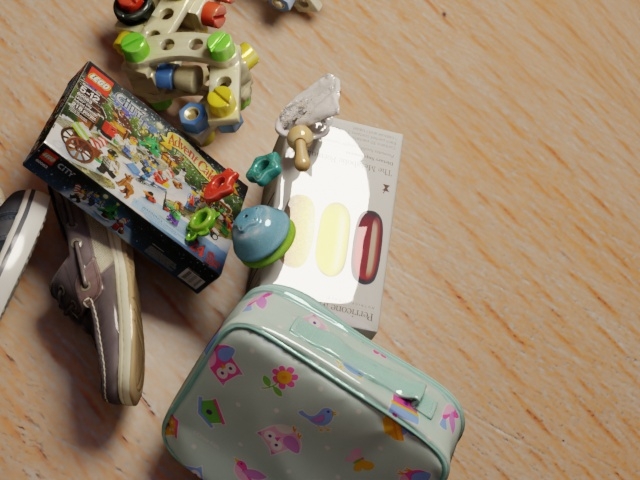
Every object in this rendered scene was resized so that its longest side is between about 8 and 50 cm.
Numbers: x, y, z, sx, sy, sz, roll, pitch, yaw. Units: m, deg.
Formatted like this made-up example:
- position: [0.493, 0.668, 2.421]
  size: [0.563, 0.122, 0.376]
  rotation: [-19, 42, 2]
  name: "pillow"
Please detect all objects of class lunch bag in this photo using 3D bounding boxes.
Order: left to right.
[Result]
- position: [0.000, 0.186, 1.229]
  size: [0.279, 0.224, 0.108]
  rotation: [32, 30, 1]
  name: "lunch bag"

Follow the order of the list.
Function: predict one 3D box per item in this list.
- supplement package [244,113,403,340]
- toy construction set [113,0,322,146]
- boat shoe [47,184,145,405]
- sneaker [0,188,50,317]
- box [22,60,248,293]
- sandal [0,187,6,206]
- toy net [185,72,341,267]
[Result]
- position: [0.000, 0.000, 1.365]
  size: [0.139, 0.134, 0.244]
  rotation: [12, 64, -9]
  name: "supplement package"
- position: [-0.119, -0.266, 1.442]
  size: [0.215, 0.151, 0.328]
  rotation: [18, 52, 20]
  name: "toy construction set"
- position: [-0.242, 0.048, 1.302]
  size: [0.092, 0.103, 0.285]
  rotation: [-7, 62, -7]
  name: "boat shoe"
- position: [-0.384, 0.069, 1.236]
  size: [0.127, 0.126, 0.321]
  rotation: [25, 64, -10]
  name: "sneaker"
- position: [-0.192, -0.069, 1.318]
  size: [0.233, 0.044, 0.159]
  rotation: [38, 36, -21]
  name: "box"
- position: [-0.449, -0.027, 1.287]
  size: [0.240, 0.079, 0.088]
  rotation: [-14, 71, -20]
  name: "sandal"
- position: [-0.046, -0.078, 1.296]
  size: [0.045, 0.122, 0.232]
  rotation: [50, 60, -38]
  name: "toy net"
